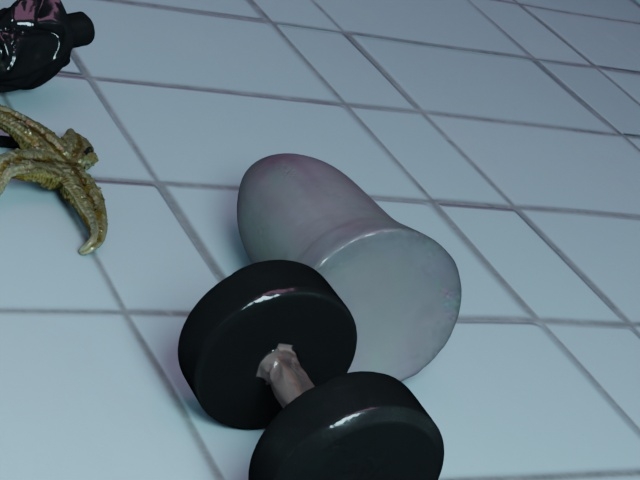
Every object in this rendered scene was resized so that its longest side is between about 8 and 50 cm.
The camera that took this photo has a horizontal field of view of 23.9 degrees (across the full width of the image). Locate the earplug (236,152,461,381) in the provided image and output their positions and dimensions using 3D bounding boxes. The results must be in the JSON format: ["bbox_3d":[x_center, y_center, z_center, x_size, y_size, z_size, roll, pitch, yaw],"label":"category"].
[{"bbox_3d":[0.000,0.000,1.502,0.172,0.172,0.301,7,24,-26],"label":"earplug"}]

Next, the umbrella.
[{"bbox_3d":[-0.368,-0.208,1.662,0.110,0.122,0.272,14,25,42],"label":"umbrella"}]

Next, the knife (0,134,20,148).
[{"bbox_3d":[-0.387,-0.110,1.580,0.170,0.010,0.023,4,31,-32],"label":"knife"}]

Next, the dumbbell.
[{"bbox_3d":[-0.012,0.133,1.236,0.152,0.152,0.218,3,31,-31],"label":"dumbbell"}]

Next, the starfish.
[{"bbox_3d":[-0.286,-0.077,1.542,0.138,0.050,0.247,14,27,-24],"label":"starfish"}]
